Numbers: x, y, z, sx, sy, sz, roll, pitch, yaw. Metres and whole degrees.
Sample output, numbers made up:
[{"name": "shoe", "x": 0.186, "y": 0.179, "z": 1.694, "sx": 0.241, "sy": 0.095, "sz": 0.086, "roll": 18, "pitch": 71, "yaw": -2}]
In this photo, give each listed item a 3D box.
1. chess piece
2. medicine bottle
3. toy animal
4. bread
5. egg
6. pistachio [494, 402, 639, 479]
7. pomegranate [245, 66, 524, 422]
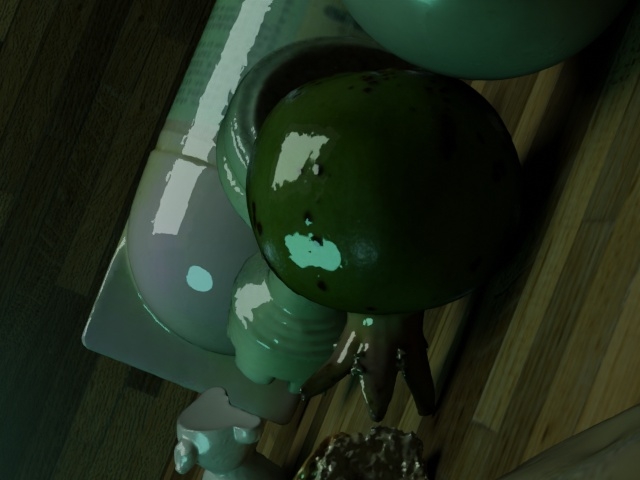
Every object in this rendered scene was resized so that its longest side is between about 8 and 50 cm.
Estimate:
[{"name": "chess piece", "x": 0.000, "y": 0.000, "z": 1.256, "sx": 0.299, "sy": 0.195, "sz": 0.194, "roll": 106, "pitch": -179, "yaw": -53}, {"name": "medicine bottle", "x": -0.058, "y": -0.044, "z": 1.540, "sx": 0.236, "sy": 0.236, "sz": 0.406, "roll": 171, "pitch": 121, "yaw": -82}, {"name": "toy animal", "x": -0.092, "y": 0.237, "z": 1.460, "sx": 0.131, "sy": 0.127, "sz": 0.181, "roll": 22, "pitch": 132, "yaw": 54}, {"name": "bread", "x": 0.008, "y": 0.178, "z": 0.954, "sx": 0.106, "sy": 0.082, "sz": 0.125, "roll": -46, "pitch": 25, "yaw": 55}, {"name": "egg", "x": 0.098, "y": -0.201, "z": 0.942, "sx": 0.282, "sy": 0.203, "sz": 0.203, "roll": -74, "pitch": 8, "yaw": -68}, {"name": "pistachio", "x": 0.084, "y": 0.108, "z": 0.381, "sx": 0.215, "sy": 0.144, "sz": 0.144, "roll": -52, "pitch": 16, "yaw": 47}, {"name": "pomegranate", "x": 0.039, "y": 0.000, "z": 0.997, "sx": 0.181, "sy": 0.182, "sz": 0.224, "roll": -94, "pitch": 5, "yaw": -75}]
